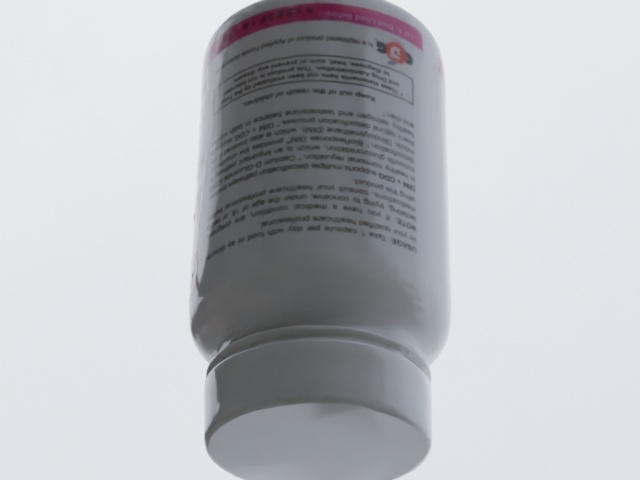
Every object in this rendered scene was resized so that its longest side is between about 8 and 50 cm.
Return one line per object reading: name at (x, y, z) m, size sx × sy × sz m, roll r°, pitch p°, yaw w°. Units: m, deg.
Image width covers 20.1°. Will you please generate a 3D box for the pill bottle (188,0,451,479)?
pill bottle at (0.000, 0.000, 1.122) m, size 0.160 × 0.160 × 0.283 m, roll -12°, pitch -123°, yaw 20°
